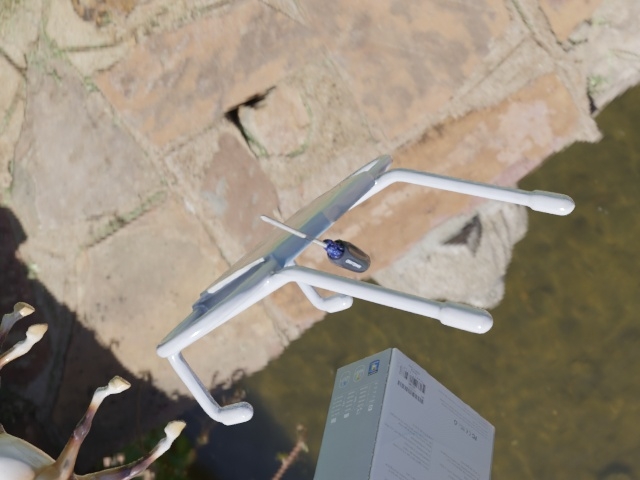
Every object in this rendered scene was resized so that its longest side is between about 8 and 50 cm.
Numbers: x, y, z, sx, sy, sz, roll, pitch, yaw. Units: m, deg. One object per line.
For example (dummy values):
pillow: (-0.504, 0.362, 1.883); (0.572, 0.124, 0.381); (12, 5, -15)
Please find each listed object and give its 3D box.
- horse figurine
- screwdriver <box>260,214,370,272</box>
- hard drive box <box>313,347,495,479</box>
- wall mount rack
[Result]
horse figurine: (-0.235, 0.157, 0.812); (0.174, 0.263, 0.066); (-55, 164, -7)
screwdriver: (0.000, 0.000, 0.824); (0.025, 0.024, 0.170); (-14, 161, 20)
hard drive box: (0.086, 0.261, 1.083); (0.089, 0.232, 0.181); (-27, 125, 38)
wall mount rack: (0.033, 0.025, 0.894); (0.304, 0.350, 0.130); (-31, 99, 39)
